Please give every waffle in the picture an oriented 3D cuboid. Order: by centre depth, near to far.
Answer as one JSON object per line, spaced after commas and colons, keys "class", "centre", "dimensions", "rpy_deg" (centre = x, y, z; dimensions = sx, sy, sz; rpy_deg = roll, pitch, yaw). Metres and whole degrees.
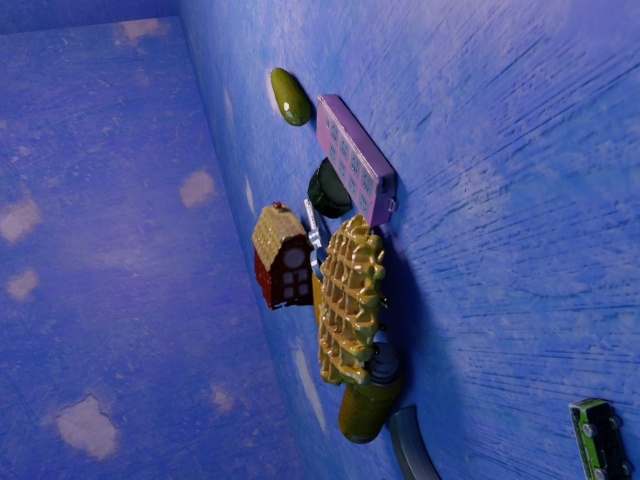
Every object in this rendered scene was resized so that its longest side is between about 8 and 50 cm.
{"class": "waffle", "centre": [0.047, 0.104, 0.867], "dimensions": [0.329, 0.062, 0.330], "rpy_deg": [-174, 90, -77]}

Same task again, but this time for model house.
{"class": "model house", "centre": [-0.096, 0.031, 1.289], "dimensions": [0.196, 0.159, 0.254], "rpy_deg": [-126, 28, -54]}

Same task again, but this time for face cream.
{"class": "face cream", "centre": [0.100, 0.305, 0.958], "dimensions": [0.349, 0.104, 0.105], "rpy_deg": [95, 155, -50]}

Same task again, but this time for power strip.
{"class": "power strip", "centre": [0.055, -0.148, 0.836], "dimensions": [0.109, 0.037, 0.279], "rpy_deg": [94, 156, -48]}
{"class": "power strip", "centre": [0.187, 0.423, 0.875], "dimensions": [0.137, 0.044, 0.216], "rpy_deg": [98, 153, -54]}

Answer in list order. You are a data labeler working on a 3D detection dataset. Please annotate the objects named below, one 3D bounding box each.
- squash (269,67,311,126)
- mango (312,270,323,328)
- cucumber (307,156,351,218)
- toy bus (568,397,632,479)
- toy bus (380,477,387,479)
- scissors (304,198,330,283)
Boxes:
{"class": "squash", "centre": [-0.073, -0.326, 1.066], "dimensions": [0.066, 0.066, 0.201], "rpy_deg": [96, 155, -50]}
{"class": "mango", "centre": [0.020, 0.156, 1.162], "dimensions": [0.098, 0.075, 0.191], "rpy_deg": [147, 114, -64]}
{"class": "cucumber", "centre": [0.013, -0.106, 0.979], "dimensions": [0.115, 0.062, 0.117], "rpy_deg": [144, 112, -77]}
{"class": "toy bus", "centre": [0.262, 0.191, 0.448], "dimensions": [0.037, 0.031, 0.084], "rpy_deg": [166, 89, -83]}
{"class": "toy bus", "centre": [0.172, 0.569, 0.832], "dimensions": [0.335, 0.121, 0.123], "rpy_deg": [8, 128, 63]}
{"class": "scissors", "centre": [0.000, 0.000, 1.109], "dimensions": [0.125, 0.030, 0.256], "rpy_deg": [36, -149, -48]}
